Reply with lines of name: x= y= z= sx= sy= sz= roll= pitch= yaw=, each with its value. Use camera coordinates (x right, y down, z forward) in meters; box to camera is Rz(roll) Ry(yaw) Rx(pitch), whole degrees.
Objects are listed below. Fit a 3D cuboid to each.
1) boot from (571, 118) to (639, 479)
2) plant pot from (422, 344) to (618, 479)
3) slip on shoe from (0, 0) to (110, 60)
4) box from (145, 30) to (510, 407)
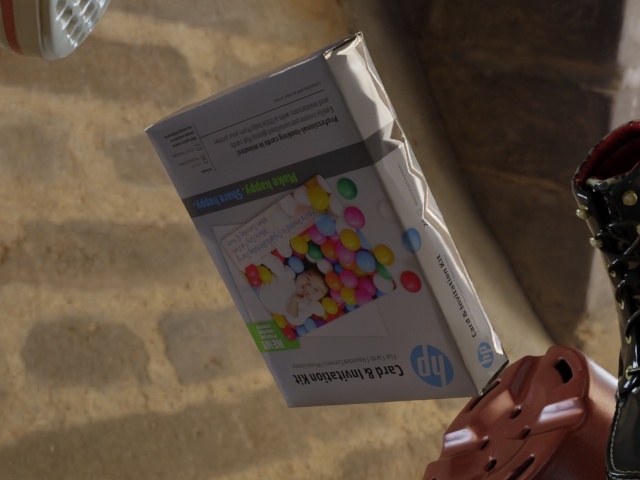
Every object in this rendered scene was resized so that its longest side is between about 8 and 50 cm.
boot: x=0.220 y=0.044 z=0.688 sx=0.085 sy=0.179 sz=0.236 roll=-14 pitch=-151 yaw=45
plant pot: x=0.247 y=0.251 z=0.881 sx=0.265 sy=0.272 sz=0.272 roll=41 pitch=-166 yaw=-10
slip on shoe: x=-0.108 y=-0.212 z=0.267 sx=0.101 sy=0.331 sz=0.123 roll=2 pitch=-149 yaw=11
box: x=0.000 y=0.000 z=0.535 sx=0.145 sy=0.186 sz=0.038 roll=-12 pitch=-161 yaw=45
